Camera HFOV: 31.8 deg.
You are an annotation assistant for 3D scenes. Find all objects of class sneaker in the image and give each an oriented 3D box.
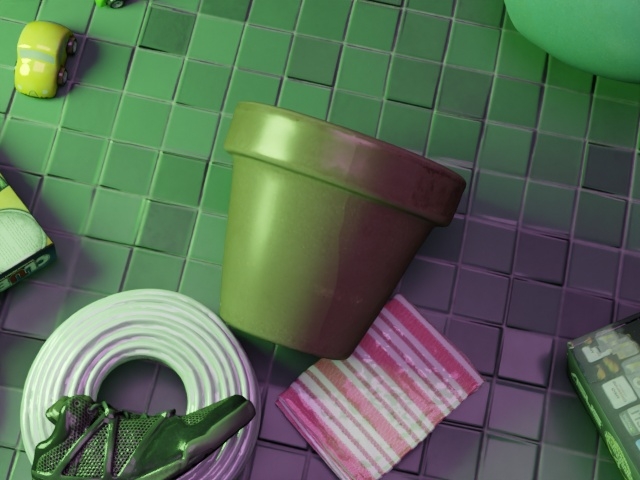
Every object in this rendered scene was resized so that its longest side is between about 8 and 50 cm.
[{"bbox_3d":[-0.183,0.186,1.108,0.227,0.087,0.130,-27,81,-6],"label":"sneaker"}]

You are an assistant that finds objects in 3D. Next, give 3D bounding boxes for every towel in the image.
[{"bbox_3d":[0.067,0.169,1.252,0.197,0.029,0.144,-39,76,-14],"label":"towel"}]

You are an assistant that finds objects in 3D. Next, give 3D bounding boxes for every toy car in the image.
[{"bbox_3d":[-0.298,-0.309,1.369,0.225,0.053,0.239,-21,75,-9],"label":"toy car"}]

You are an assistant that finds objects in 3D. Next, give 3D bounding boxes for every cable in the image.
[{"bbox_3d":[-0.193,0.176,1.203,0.257,0.089,0.257,-15,74,-7],"label":"cable"}]

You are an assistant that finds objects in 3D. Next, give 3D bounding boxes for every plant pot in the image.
[{"bbox_3d":[0.000,0.000,1.206,0.263,0.263,0.229,18,90,3],"label":"plant pot"},{"bbox_3d":[0.326,-0.315,1.311,0.195,0.290,0.290,-3,69,34],"label":"plant pot"}]

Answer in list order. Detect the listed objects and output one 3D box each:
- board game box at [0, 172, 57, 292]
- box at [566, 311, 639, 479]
[{"bbox_3d":[-0.433,-0.035,1.261,0.165,0.042,0.243,-33,72,-21],"label":"board game box"},{"bbox_3d":[0.481,0.221,1.151,0.318,0.097,0.395,-22,57,-1],"label":"box"}]
